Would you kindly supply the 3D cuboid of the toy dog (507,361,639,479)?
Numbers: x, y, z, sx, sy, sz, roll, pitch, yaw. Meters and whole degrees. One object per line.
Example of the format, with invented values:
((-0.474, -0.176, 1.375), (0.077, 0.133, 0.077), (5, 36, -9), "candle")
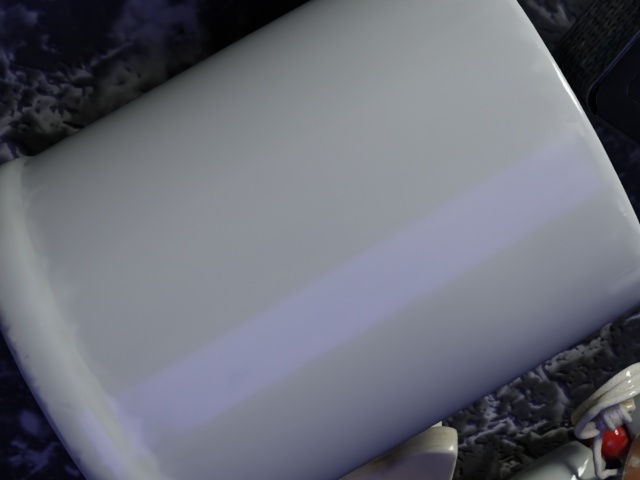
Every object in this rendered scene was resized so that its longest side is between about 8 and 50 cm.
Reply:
((0.265, 0.271, 1.245), (0.334, 0.161, 0.220), (-44, 157, 22), "toy dog")

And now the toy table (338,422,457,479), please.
((0.030, 0.247, 1.168), (0.161, 0.252, 0.274), (5, 149, 0), "toy table")

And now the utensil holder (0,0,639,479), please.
((0.000, 0.000, 0.935), (0.385, 0.327, 0.327), (-30, 124, 6), "utensil holder")

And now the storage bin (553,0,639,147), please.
((0.293, -0.166, 1.031), (0.122, 0.084, 0.180), (28, 112, -27), "storage bin")
